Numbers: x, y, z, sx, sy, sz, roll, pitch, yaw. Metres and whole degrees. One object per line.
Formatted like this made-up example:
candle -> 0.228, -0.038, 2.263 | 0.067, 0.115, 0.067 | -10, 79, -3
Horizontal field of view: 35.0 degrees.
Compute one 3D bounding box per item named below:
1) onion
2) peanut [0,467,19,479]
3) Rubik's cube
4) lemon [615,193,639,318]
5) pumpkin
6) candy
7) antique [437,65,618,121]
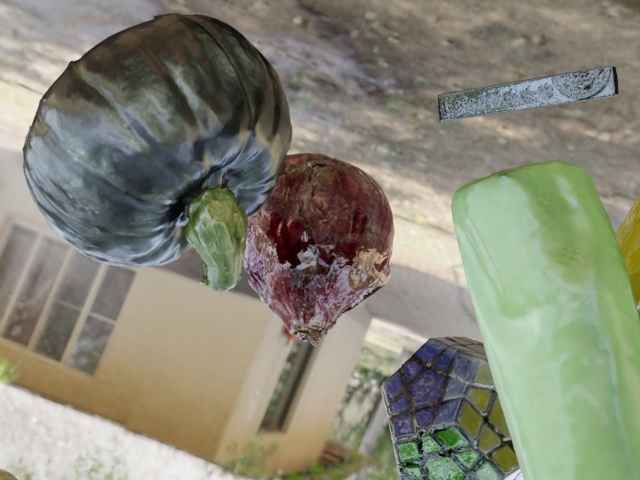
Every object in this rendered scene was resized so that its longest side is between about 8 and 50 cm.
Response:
onion -> 0.000, 0.000, 1.371 | 0.227, 0.283, 0.120 | 5, 150, -9
peanut -> -0.436, 0.424, 1.237 | 0.147, 0.305, 0.147 | 0, 149, 0
Rubik's cube -> 0.250, 0.313, 1.735 | 0.319, 0.319, 0.264 | 15, 157, 50
lemon -> 0.448, 0.073, 1.021 | 0.348, 0.347, 0.348 | 22, 175, 2
pumpkin -> -0.152, -0.083, 1.071 | 0.296, 0.295, 0.296 | 22, 175, 2
candy -> 0.218, 0.100, 0.899 | 0.132, 0.343, 0.142 | -16, 177, 0
antique -> 0.204, -0.147, 1.025 | 0.192, 0.031, 0.015 | -5, -172, 35
